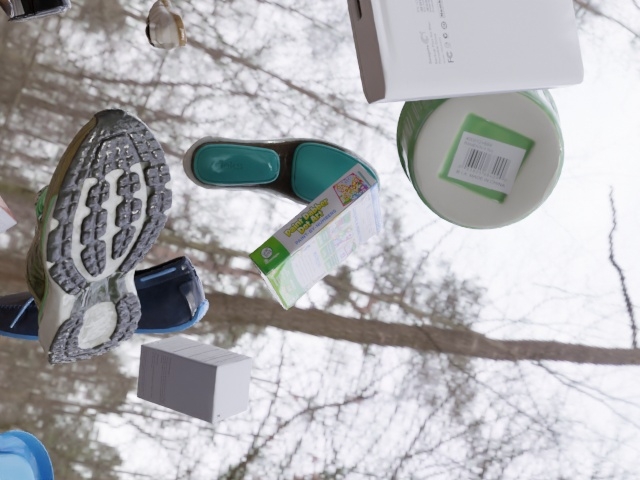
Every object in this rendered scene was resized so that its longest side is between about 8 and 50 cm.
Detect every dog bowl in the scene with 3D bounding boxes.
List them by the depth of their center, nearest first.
[{"bbox_3d":[-0.515,0.359,1.414,0.074,0.297,0.165,-9,-103,27],"label":"dog bowl"}]

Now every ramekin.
[{"bbox_3d":[0.289,-0.166,1.759,0.303,0.303,0.148,-54,-169,20],"label":"ramekin"}]

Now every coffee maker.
[{"bbox_3d":[-0.540,-0.522,1.894,0.171,0.178,0.120,-14,-167,10],"label":"coffee maker"}]

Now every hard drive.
[{"bbox_3d":[0.159,-0.259,1.064,0.040,0.308,0.203,-9,-89,53],"label":"hard drive"}]

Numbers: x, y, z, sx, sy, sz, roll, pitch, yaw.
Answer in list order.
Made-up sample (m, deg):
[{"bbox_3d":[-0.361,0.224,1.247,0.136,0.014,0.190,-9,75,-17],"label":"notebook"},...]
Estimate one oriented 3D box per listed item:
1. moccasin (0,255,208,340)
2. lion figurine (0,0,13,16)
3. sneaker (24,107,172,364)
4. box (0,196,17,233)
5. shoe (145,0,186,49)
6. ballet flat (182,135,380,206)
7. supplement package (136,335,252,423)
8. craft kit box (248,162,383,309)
[{"bbox_3d":[-0.337,0.073,1.480,0.137,0.342,0.116,-75,158,-71],"label":"moccasin"},{"bbox_3d":[-0.589,-0.517,1.445,0.142,0.240,0.392,-105,-167,-62],"label":"lion figurine"},{"bbox_3d":[-0.304,-0.020,1.193,0.182,0.158,0.410,51,-40,25],"label":"sneaker"},{"bbox_3d":[-0.350,-0.057,0.855,0.091,0.130,0.170,-34,177,-11],"label":"box"},{"bbox_3d":[-0.278,-0.371,1.696,0.219,0.058,0.076,-132,-152,-65],"label":"shoe"},{"bbox_3d":[-0.079,-0.141,1.937,0.139,0.400,0.139,-174,-90,-69],"label":"ballet flat"},{"bbox_3d":[-0.227,0.246,1.770,0.179,0.105,0.105,12,-80,31],"label":"supplement package"},{"bbox_3d":[0.000,0.000,1.750,0.247,0.250,0.061,-43,-107,-8],"label":"craft kit box"}]
